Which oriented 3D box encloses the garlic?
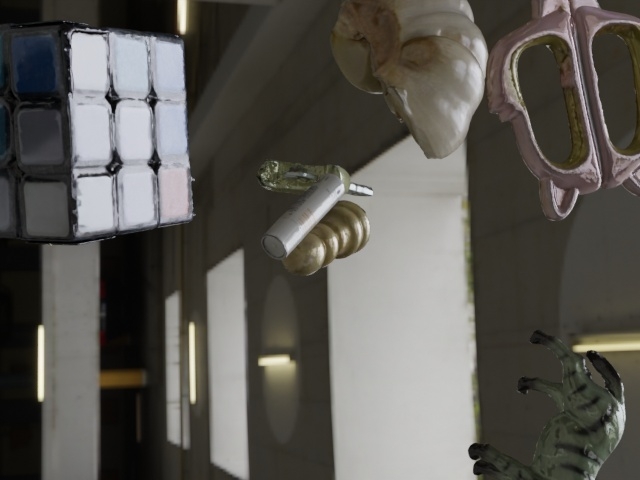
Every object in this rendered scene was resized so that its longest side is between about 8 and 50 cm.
[{"bbox_3d":[0.133,-0.242,1.252,0.281,0.185,0.203,50,-1,34],"label":"garlic"}]

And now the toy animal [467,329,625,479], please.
[{"bbox_3d":[0.233,0.211,0.890,0.176,0.073,0.216,25,-90,29],"label":"toy animal"}]

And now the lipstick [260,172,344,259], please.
[{"bbox_3d":[-0.020,-0.033,1.187,0.141,0.040,0.040,-49,166,-38],"label":"lipstick"}]

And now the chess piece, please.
[{"bbox_3d":[0.000,0.000,1.497,0.094,0.170,0.094,11,-69,29],"label":"chess piece"}]

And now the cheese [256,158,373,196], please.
[{"bbox_3d":[0.012,-0.091,1.521,0.127,0.235,0.049,2,-94,30],"label":"cheese"}]

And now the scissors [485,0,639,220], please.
[{"bbox_3d":[0.175,-0.178,0.691,0.024,0.160,0.317,179,-101,-68],"label":"scissors"}]

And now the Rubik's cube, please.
[{"bbox_3d":[-0.458,-0.187,1.647,0.363,0.359,0.362,-16,104,-66],"label":"Rubik's cube"}]
